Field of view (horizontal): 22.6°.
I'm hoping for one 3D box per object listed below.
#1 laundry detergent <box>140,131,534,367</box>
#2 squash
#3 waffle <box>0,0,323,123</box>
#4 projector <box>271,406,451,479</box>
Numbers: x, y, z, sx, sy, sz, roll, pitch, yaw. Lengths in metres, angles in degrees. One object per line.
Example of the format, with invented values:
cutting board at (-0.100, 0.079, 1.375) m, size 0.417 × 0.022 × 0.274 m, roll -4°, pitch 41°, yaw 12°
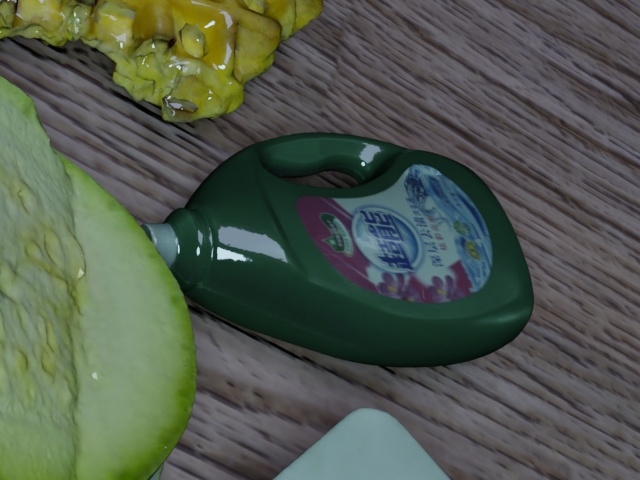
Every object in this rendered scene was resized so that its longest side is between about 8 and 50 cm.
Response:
laundry detergent at (0.000, 0.000, 0.805) m, size 0.211 × 0.063 × 0.137 m, roll 4°, pitch 53°, yaw -33°
squash at (-0.135, 0.023, 0.641) m, size 0.220 × 0.133 × 0.220 m, roll 26°, pitch 42°, yaw -26°
waffle at (-0.129, -0.167, 0.847) m, size 0.291 × 0.051 × 0.291 m, roll 20°, pitch 45°, yaw -21°
projector at (0.023, 0.227, 0.623) m, size 0.257 × 0.079 × 0.259 m, roll 49°, pitch 43°, yaw 6°
